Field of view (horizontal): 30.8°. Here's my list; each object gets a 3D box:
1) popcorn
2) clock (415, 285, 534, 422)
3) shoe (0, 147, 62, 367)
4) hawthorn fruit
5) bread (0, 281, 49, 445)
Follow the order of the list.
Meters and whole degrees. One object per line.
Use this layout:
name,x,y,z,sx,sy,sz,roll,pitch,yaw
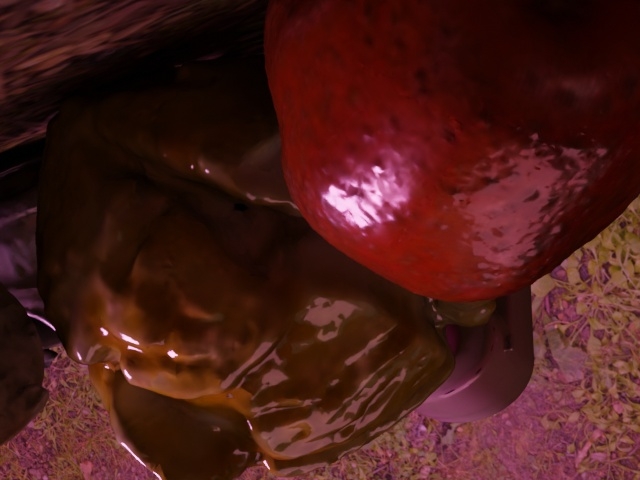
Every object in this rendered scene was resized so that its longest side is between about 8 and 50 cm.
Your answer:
popcorn,-0.041,-0.005,0.668,0.225,0.276,0.276,-42,179,9
clock,0.000,0.000,0.856,0.310,0.284,0.114,-9,160,27
shoe,-0.250,0.047,0.807,0.293,0.149,0.109,-24,-177,37
hawthorn fruit,0.060,-0.068,0.477,0.189,0.189,0.189,-24,-178,1
bread,-0.298,0.086,0.550,0.333,0.160,0.333,-23,180,0
